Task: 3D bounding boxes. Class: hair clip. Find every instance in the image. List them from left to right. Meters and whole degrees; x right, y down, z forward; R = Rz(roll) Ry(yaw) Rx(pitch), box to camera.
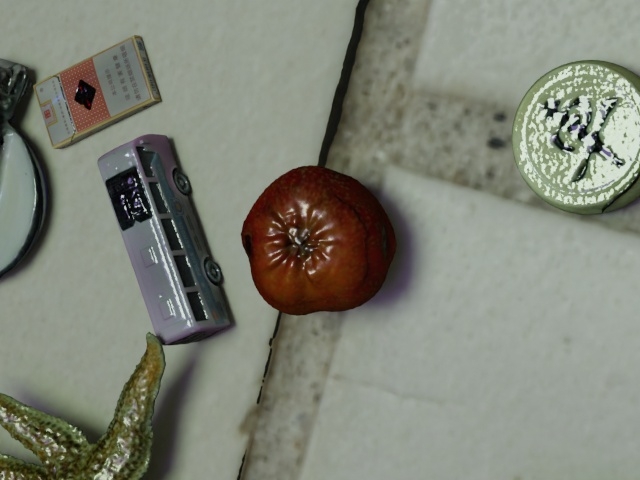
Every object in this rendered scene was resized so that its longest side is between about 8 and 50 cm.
[{"bbox_3d":[-0.231,-0.037,0.975,0.116,0.049,0.172,22,103,29],"label":"hair clip"}]

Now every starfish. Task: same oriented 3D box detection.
[{"bbox_3d":[-0.135,0.150,0.912,0.223,0.050,0.217,19,105,10],"label":"starfish"}]

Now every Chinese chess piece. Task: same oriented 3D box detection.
[{"bbox_3d":[0.144,-0.055,0.794,0.084,0.034,0.084,0,90,27],"label":"Chinese chess piece"}]

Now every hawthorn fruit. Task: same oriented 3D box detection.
[{"bbox_3d":[0.000,0.000,0.839,0.093,0.093,0.093,0,91,26],"label":"hawthorn fruit"}]

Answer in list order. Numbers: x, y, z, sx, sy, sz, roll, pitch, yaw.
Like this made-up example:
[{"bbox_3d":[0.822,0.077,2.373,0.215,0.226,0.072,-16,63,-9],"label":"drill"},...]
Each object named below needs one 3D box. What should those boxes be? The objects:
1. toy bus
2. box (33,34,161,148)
[{"bbox_3d":[-0.097,-0.001,0.905,0.037,0.052,0.130,-24,81,26],"label":"toy bus"},{"bbox_3d":[-0.144,-0.095,0.949,0.083,0.012,0.046,-22,82,24],"label":"box"}]
